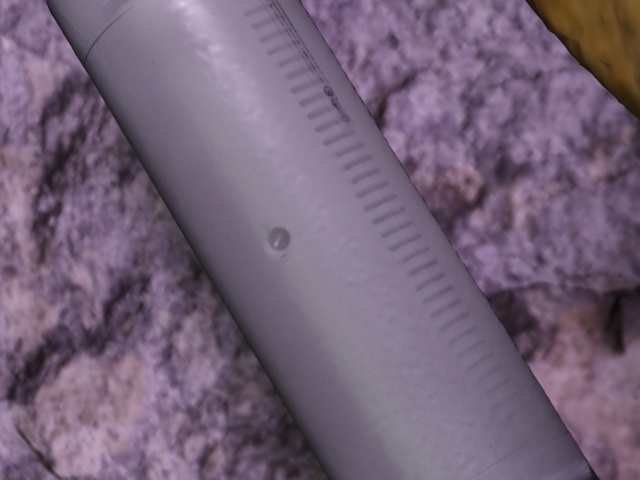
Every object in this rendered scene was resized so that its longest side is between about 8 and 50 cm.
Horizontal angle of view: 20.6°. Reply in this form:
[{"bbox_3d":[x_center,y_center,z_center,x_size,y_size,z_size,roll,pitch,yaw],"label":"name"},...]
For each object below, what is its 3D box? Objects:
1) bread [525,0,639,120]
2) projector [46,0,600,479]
[{"bbox_3d":[0.214,-0.129,0.487,0.395,0.264,0.239,3,112,7],"label":"bread"},{"bbox_3d":[0.000,0.000,0.807,0.108,0.108,0.338,-37,80,33],"label":"projector"}]
